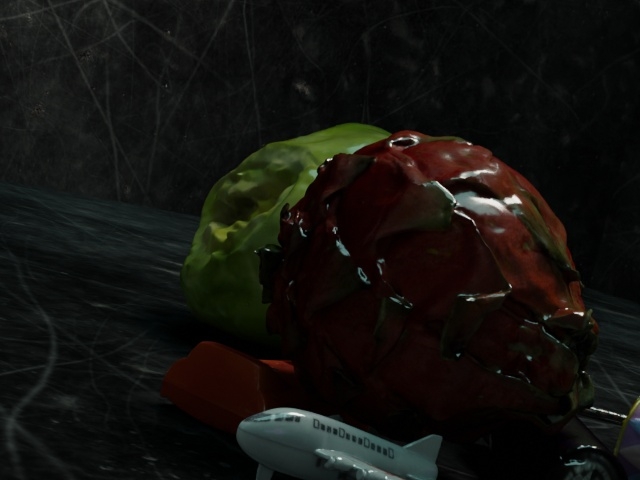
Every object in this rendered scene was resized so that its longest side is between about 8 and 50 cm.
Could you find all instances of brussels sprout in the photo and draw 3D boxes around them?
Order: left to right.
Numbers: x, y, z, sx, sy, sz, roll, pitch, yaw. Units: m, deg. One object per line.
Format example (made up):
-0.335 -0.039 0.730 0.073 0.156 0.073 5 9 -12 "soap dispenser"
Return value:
0.000 0.000 1.495 0.344 0.268 0.344 6 1 0 "brussels sprout"

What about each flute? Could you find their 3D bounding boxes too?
0.395 0.221 1.571 0.269 0.014 0.014 15 4 6 "flute"

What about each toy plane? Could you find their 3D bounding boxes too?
0.017 0.150 0.914 0.171 0.065 0.162 9 6 -29 "toy plane"

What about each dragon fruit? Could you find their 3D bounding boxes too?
0.090 0.046 1.052 0.299 0.244 0.244 40 17 29 "dragon fruit"

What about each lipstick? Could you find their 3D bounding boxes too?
0.177 0.166 1.113 0.081 0.081 0.299 13 6 -8 "lipstick"

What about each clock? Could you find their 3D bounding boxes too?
-0.038 0.126 1.118 0.113 0.061 0.155 18 4 37 "clock"

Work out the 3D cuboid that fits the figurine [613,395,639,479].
0.349 0.186 0.974 0.263 0.142 0.189 14 -32 45 "figurine"
